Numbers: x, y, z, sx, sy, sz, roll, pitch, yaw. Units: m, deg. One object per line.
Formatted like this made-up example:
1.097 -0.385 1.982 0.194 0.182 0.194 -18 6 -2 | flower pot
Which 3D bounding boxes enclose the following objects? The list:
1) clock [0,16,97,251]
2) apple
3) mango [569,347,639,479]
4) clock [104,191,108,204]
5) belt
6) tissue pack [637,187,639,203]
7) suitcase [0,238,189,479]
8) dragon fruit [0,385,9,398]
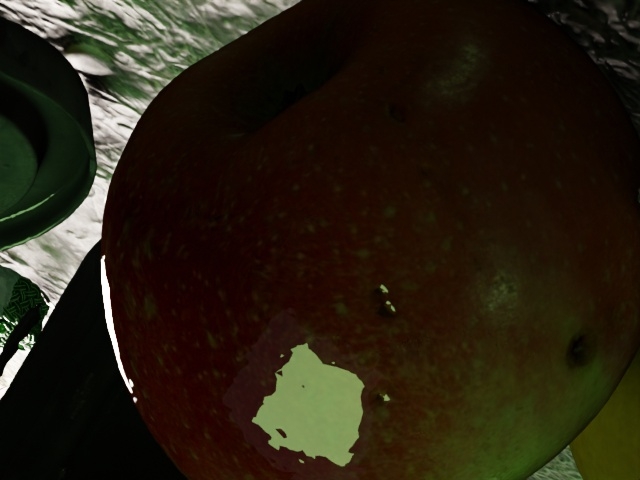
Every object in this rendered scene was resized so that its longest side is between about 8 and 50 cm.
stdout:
-0.346 -0.087 1.658 0.318 0.066 0.319 -3 150 -2 | clock
0.032 0.005 1.213 0.348 0.348 0.277 4 132 48 | apple
0.361 0.193 1.354 0.445 0.232 0.300 26 162 28 | mango
-0.083 0.001 1.708 0.172 0.064 0.198 10 150 41 | clock
-0.365 0.057 2.172 0.121 0.079 0.151 -4 152 38 | belt
0.315 -0.034 1.065 0.185 0.124 0.225 36 157 -14 | tissue pack
-0.156 0.197 1.846 0.339 0.345 0.188 26 162 11 | suitcase
-0.204 0.294 2.250 0.302 0.240 0.330 21 171 -27 | dragon fruit
